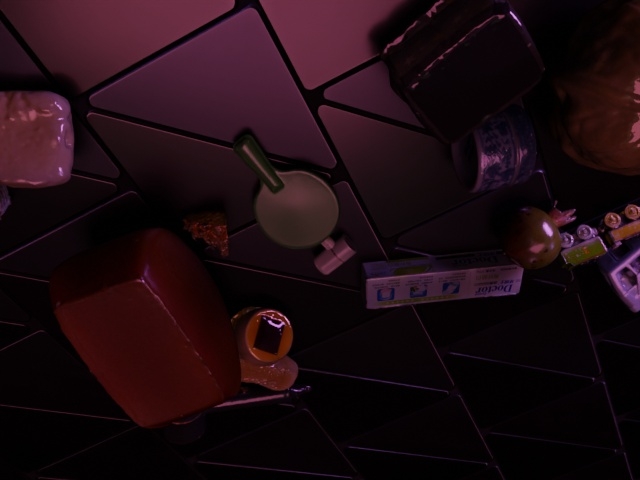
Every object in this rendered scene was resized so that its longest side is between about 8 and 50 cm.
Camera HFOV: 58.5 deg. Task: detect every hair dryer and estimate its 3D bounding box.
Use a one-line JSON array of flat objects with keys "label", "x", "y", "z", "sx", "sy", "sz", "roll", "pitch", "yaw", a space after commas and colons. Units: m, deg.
[{"label": "hair dryer", "x": -0.191, "y": 0.346, "z": 1.311, "sx": 0.352, "sy": 0.107, "sz": 0.189, "roll": -5, "pitch": 127, "yaw": -14}, {"label": "hair dryer", "x": 0.000, "y": 0.000, "z": 1.141, "sx": 0.082, "sy": 0.047, "sz": 0.137, "roll": -37, "pitch": 114, "yaw": 16}]

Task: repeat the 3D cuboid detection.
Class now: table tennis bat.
[{"label": "table tennis bat", "x": -0.070, "y": -0.090, "z": 1.060, "sx": 0.160, "sy": 0.039, "sz": 0.257, "roll": -33, "pitch": 116, "yaw": 14}]

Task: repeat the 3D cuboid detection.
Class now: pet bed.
[{"label": "pet bed", "x": 0.218, "y": -0.293, "z": 0.922, "sx": 0.211, "sy": 0.159, "sz": 0.183, "roll": -37, "pitch": 131, "yaw": 21}]

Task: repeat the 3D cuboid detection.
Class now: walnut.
[{"label": "walnut", "x": 0.501, "y": -0.246, "z": 0.917, "sx": 0.253, "sy": 0.277, "sz": 0.282, "roll": -16, "pitch": 112, "yaw": 12}]

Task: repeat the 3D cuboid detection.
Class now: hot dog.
[{"label": "hot dog", "x": -0.166, "y": 0.266, "z": 1.268, "sx": 0.242, "sy": 0.073, "sz": 0.084, "roll": 18, "pitch": 121, "yaw": -19}]

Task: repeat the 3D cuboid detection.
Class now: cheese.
[{"label": "cheese", "x": -0.531, "y": -0.157, "z": 0.910, "sx": 0.263, "sy": 0.093, "sz": 0.159, "roll": -1, "pitch": 90, "yaw": -10}]

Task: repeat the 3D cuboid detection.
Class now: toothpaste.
[{"label": "toothpaste", "x": 0.256, "y": 0.082, "z": 1.215, "sx": 0.336, "sy": 0.067, "sz": 0.081, "roll": -5, "pitch": 123, "yaw": -5}]

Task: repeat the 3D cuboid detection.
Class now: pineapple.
[{"label": "pineapple", "x": -0.200, "y": -0.017, "z": 1.097, "sx": 0.114, "sy": 0.077, "sz": 0.114, "roll": 8, "pitch": 141, "yaw": 27}]

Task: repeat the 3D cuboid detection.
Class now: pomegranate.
[{"label": "pomegranate", "x": 0.428, "y": -0.022, "z": 1.145, "sx": 0.129, "sy": 0.129, "sz": 0.159, "roll": 31, "pitch": 88, "yaw": -24}]

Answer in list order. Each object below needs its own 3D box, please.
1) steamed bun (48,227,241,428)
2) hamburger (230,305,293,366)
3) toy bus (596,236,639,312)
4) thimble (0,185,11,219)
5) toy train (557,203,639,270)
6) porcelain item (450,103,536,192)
[{"label": "steamed bun", "x": -0.306, "y": 0.149, "z": 1.068, "sx": 0.235, "sy": 0.248, "sz": 0.379, "roll": -21, "pitch": 119, "yaw": 8}, {"label": "hamburger", "x": -0.129, "y": 0.202, "z": 1.208, "sx": 0.141, "sy": 0.127, "sz": 0.081, "roll": 6, "pitch": 165, "yaw": -30}, {"label": "toy bus", "x": 0.750, "y": 0.000, "z": 1.215, "sx": 0.136, "sy": 0.109, "sz": 0.330, "roll": 37, "pitch": 111, "yaw": -17}, {"label": "thimble", "x": -0.597, "y": -0.079, "z": 0.989, "sx": 0.110, "sy": 0.062, "sz": 0.084, "roll": 31, "pitch": 114, "yaw": -24}, {"label": "toy train", "x": 0.584, "y": -0.004, "z": 1.192, "sx": 0.202, "sy": 0.081, "sz": 0.060, "roll": -24, "pitch": 161, "yaw": 6}, {"label": "porcelain item", "x": 0.308, "y": -0.163, "z": 1.017, "sx": 0.114, "sy": 0.147, "sz": 0.147, "roll": -11, "pitch": 123, "yaw": -4}]
